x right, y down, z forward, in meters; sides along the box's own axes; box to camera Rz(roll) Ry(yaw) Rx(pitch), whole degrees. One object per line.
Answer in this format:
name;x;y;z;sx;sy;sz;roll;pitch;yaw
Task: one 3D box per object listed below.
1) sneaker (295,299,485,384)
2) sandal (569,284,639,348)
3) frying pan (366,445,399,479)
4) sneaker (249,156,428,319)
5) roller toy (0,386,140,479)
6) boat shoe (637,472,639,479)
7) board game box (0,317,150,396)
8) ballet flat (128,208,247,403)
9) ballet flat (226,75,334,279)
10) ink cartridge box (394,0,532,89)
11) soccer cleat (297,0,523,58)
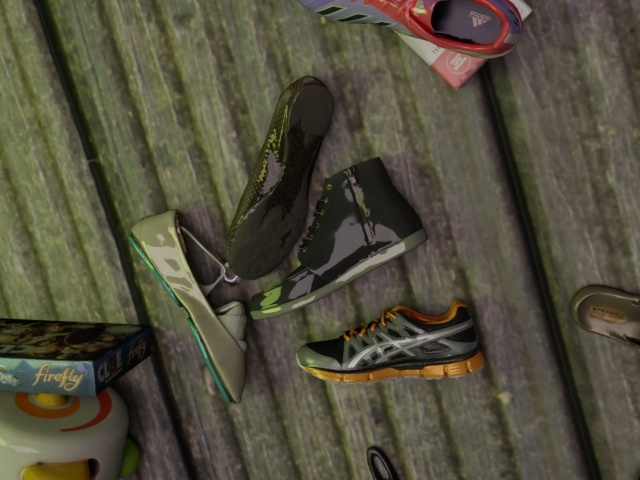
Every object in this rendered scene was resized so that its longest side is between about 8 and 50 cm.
sneaker;0.077;0.116;1.115;0.215;0.084;0.083;-5;97;3
sandal;0.364;0.090;1.061;0.180;0.049;0.072;10;102;10
frying pan;0.157;0.409;1.167;0.197;0.053;0.326;-1;103;11
sneaker;0.000;0.000;1.113;0.222;0.083;0.118;-29;88;6
roller toy;-0.329;0.240;1.152;0.191;0.209;0.146;18;109;13
boat shoe;0.437;0.220;1.049;0.109;0.089;0.258;38;105;3
board game box;-0.347;0.135;1.160;0.243;0.165;0.042;1;100;11
ballet flat;-0.136;0.072;1.153;0.086;0.086;0.248;-30;92;15
ballet flat;-0.050;-0.072;1.120;0.084;0.058;0.249;8;111;-30
ink cartridge box;0.116;-0.270;1.039;0.198;0.067;0.115;44;106;2
soccer cleat;0.080;-0.240;0.968;0.248;0.095;0.083;19;106;7
